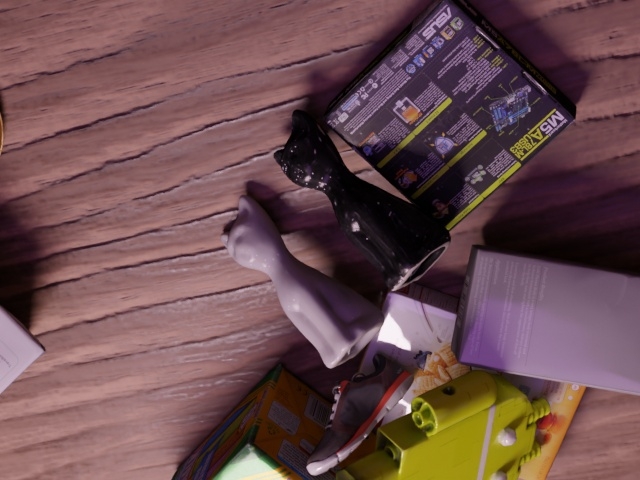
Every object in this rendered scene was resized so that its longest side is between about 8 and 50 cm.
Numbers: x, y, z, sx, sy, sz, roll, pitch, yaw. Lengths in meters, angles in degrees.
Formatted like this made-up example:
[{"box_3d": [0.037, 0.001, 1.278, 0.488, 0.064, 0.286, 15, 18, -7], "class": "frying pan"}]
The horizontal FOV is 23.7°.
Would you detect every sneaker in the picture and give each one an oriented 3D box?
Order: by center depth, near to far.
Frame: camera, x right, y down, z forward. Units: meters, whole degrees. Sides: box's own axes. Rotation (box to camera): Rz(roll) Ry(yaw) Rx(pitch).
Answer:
[{"box_3d": [0.030, 0.186, 1.642, 0.065, 0.158, 0.061, 43, 157, 7], "class": "sneaker"}]

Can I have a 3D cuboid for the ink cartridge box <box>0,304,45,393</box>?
[{"box_3d": [-0.541, 0.160, 1.658, 0.395, 0.151, 0.270, -46, 103, -13], "class": "ink cartridge box"}]

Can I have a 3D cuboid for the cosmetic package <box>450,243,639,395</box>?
[{"box_3d": [0.265, 0.084, 1.579, 0.237, 0.107, 0.127, 11, 93, 0], "class": "cosmetic package"}]

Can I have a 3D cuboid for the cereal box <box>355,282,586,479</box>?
[{"box_3d": [0.164, 0.157, 1.689, 0.240, 0.047, 0.173, 18, 116, 2], "class": "cereal box"}]

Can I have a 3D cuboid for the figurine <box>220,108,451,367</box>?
[{"box_3d": [0.000, 0.000, 1.605, 0.209, 0.092, 0.215, 45, 126, 12], "class": "figurine"}]

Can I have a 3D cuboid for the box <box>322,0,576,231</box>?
[{"box_3d": [0.131, -0.130, 1.557, 0.184, 0.045, 0.190, 40, 116, -12], "class": "box"}]

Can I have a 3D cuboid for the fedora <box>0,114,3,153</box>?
[{"box_3d": [-0.444, -0.117, 1.653, 0.194, 0.079, 0.194, 5, 117, 9], "class": "fedora"}]

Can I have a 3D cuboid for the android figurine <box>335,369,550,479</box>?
[{"box_3d": [0.132, 0.240, 1.590, 0.056, 0.272, 0.248, 40, 136, 40], "class": "android figurine"}]

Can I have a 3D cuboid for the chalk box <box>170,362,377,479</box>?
[{"box_3d": [-0.080, 0.322, 1.745, 0.180, 0.179, 0.289, 37, 117, -8], "class": "chalk box"}]
